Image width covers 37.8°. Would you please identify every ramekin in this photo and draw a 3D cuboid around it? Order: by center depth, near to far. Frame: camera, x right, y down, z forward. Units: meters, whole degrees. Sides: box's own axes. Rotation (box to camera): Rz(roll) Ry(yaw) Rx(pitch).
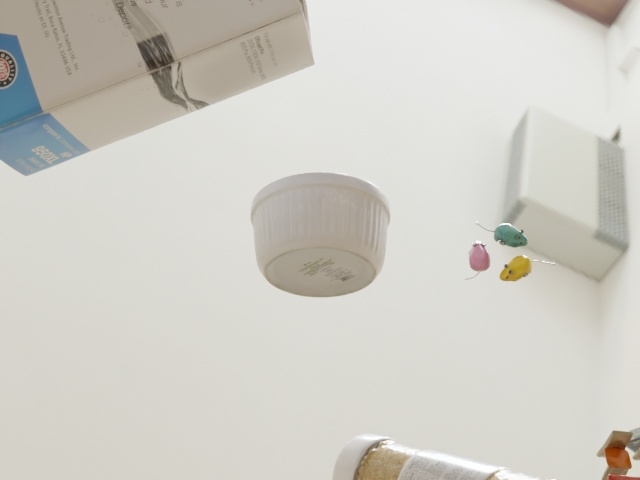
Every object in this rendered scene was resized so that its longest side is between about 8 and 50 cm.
[{"bbox_3d":[0.000,0.000,1.355,0.207,0.207,0.109,11,-121,-19],"label":"ramekin"}]

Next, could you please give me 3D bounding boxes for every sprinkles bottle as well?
[{"bbox_3d":[0.172,0.347,1.258,0.121,0.355,0.121,0,-90,-40],"label":"sprinkles bottle"}]

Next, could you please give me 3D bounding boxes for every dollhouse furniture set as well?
[{"bbox_3d":[0.653,0.476,1.704,0.259,0.135,0.262,7,-136,-5],"label":"dollhouse furniture set"}]

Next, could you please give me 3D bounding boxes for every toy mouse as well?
[{"bbox_3d":[0.314,0.011,1.663,0.161,0.031,0.143,-22,-123,-7],"label":"toy mouse"}]

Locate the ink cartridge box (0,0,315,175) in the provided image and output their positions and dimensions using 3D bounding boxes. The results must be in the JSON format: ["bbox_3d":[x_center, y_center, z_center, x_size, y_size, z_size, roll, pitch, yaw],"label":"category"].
[{"bbox_3d":[-0.236,-0.288,1.106,0.394,0.166,0.286,-21,-103,0],"label":"ink cartridge box"}]

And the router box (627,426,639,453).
[{"bbox_3d":[0.714,0.439,1.996,0.092,0.122,0.038,37,-111,6],"label":"router box"}]
